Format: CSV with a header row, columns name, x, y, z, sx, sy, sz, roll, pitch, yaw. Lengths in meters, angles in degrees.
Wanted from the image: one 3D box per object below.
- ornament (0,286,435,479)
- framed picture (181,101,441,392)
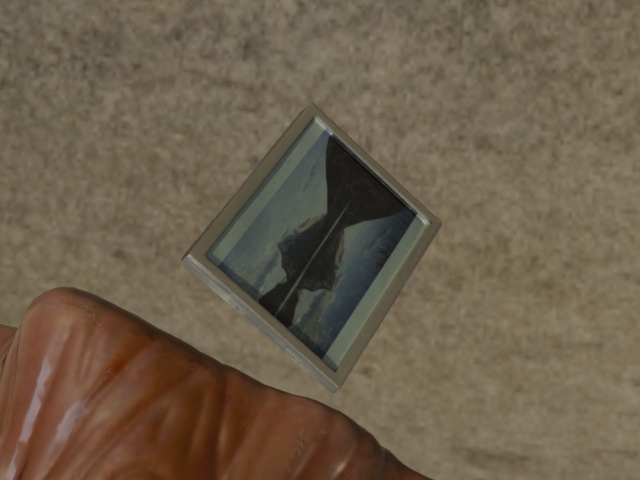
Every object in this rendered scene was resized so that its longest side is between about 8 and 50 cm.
name,x,y,z,sx,sy,sz,roll,pitch,yaw
ornament,-0.065,0.171,0.429,0.221,0.217,0.235,12,144,24
framed picture,0.000,0.000,1.017,0.150,0.203,0.015,42,137,-7
